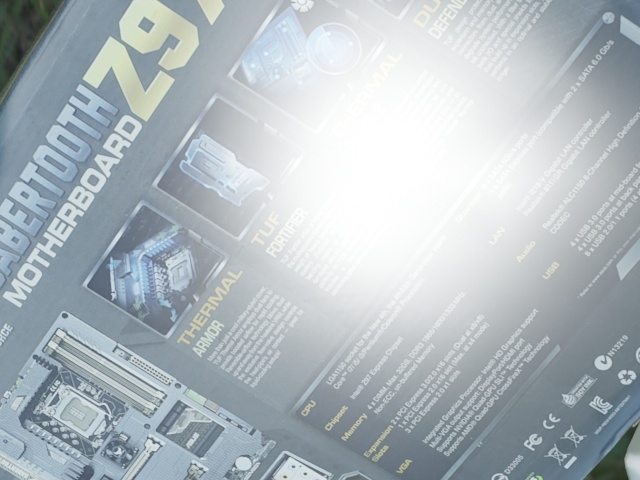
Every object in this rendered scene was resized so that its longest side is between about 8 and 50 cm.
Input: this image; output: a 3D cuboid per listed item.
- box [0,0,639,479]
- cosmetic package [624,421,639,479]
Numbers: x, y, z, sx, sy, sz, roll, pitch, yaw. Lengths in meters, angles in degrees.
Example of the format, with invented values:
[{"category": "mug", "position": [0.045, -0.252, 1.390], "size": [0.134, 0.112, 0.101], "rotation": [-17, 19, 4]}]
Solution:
[{"category": "box", "position": [0.000, 0.000, 0.512], "size": [0.183, 0.059, 0.232], "rotation": [31, 117, -10]}, {"category": "cosmetic package", "position": [0.280, 0.194, 0.858], "size": [0.197, 0.155, 0.365], "rotation": [-3, 121, 30]}]
